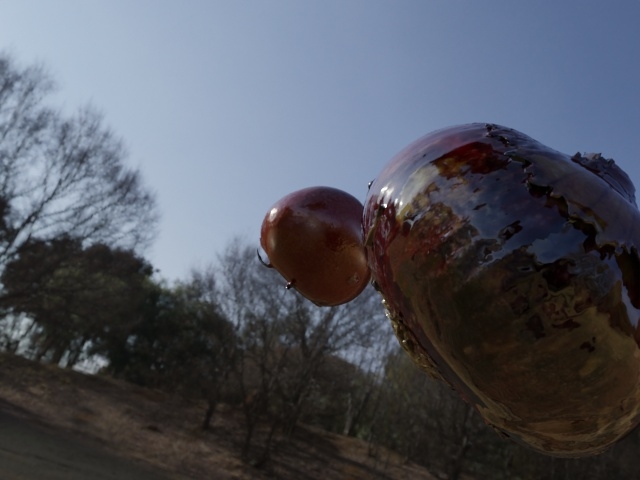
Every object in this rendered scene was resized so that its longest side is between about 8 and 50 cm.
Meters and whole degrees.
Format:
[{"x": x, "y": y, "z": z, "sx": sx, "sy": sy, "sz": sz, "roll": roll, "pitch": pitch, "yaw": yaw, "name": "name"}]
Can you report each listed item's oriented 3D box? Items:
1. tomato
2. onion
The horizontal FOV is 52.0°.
[{"x": 0.000, "y": 0.000, "z": 0.886, "sx": 0.167, "sy": 0.167, "sz": 0.167, "roll": 17, "pitch": -19, "yaw": 6, "name": "tomato"}, {"x": 0.136, "y": 0.024, "z": 0.451, "sx": 0.246, "sy": 0.190, "sz": 0.246, "roll": 45, "pitch": 5, "yaw": -5, "name": "onion"}]
